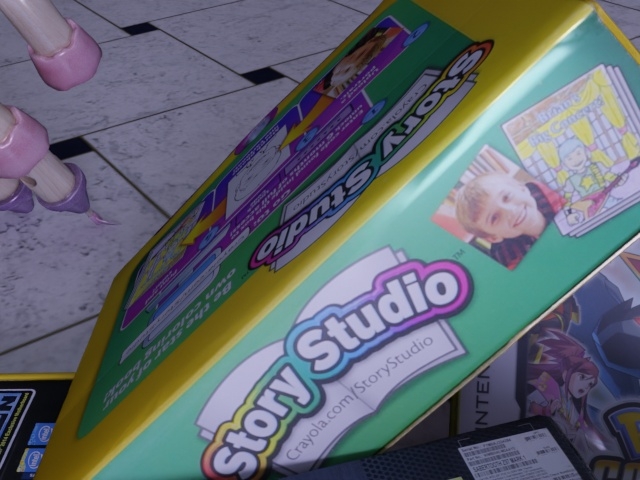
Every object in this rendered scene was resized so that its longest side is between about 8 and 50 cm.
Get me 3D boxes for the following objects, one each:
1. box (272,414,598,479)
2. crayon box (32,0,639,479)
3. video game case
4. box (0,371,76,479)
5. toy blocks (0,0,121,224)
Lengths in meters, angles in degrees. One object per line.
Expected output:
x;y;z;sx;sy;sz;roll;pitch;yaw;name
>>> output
0.010;0.190;0.396;0.233;0.183;0.059;-11;34;-11;box
0.000;0.000;0.505;0.363;0.106;0.313;-44;20;13;crayon box
0.225;0.079;0.532;0.275;0.248;0.035;3;-7;8;video game case
-0.266;0.212;0.477;0.257;0.079;0.322;1;33;1;box
-0.385;-0.083;0.819;0.289;0.260;0.308;11;66;21;toy blocks
